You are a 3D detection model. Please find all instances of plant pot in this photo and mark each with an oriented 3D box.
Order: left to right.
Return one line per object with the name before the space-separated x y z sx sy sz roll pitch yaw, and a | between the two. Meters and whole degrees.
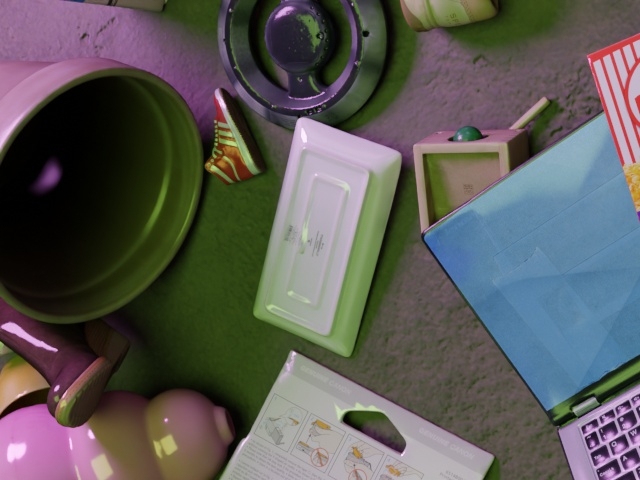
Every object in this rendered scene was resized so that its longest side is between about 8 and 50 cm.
plant pot | -0.388 0.208 1.710 0.134 0.134 0.095 -50 46 22
plant pot | -0.355 -0.095 1.575 0.280 0.323 0.323 26 107 39

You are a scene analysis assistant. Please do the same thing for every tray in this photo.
tray | 0.000 0.000 1.516 0.145 0.030 0.270 22 111 23

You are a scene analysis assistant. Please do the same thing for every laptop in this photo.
laptop | 0.348 0.087 1.228 0.382 0.236 0.407 -35 37 21

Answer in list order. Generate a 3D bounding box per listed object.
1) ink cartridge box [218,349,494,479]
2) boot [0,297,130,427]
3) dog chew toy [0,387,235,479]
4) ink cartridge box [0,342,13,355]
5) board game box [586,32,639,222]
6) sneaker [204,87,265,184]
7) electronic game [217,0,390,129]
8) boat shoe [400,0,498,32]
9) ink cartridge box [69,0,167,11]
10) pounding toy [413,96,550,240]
ink cartridge box | 0.030 0.315 1.533 0.296 0.066 0.261 26 81 22
boot | -0.355 0.133 1.539 0.207 0.248 0.090 23 105 -2
dog chew toy | -0.270 0.284 1.598 0.332 0.206 0.206 -19 86 4
ink cartridge box | -0.458 0.030 1.734 0.218 0.092 0.158 39 111 19
board game box | 0.359 -0.118 1.222 0.147 0.045 0.193 -23 70 25
sneaker | -0.122 -0.127 1.574 0.067 0.042 0.118 -25 86 24
electronic game | -0.023 -0.245 1.507 0.229 0.048 0.229 7 107 25
boat shoe | 0.130 -0.406 1.382 0.110 0.122 0.341 -5 103 22
ink cartridge box | -0.267 -0.366 1.533 0.086 0.203 0.148 20 104 26
pounding toy | 0.185 -0.081 1.405 0.130 0.100 0.141 1 107 27
